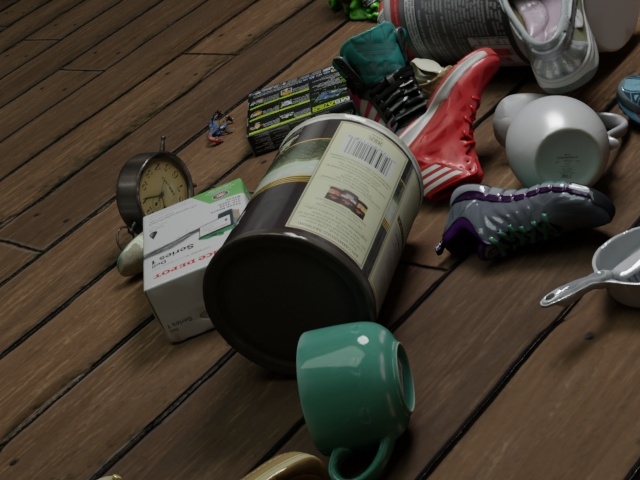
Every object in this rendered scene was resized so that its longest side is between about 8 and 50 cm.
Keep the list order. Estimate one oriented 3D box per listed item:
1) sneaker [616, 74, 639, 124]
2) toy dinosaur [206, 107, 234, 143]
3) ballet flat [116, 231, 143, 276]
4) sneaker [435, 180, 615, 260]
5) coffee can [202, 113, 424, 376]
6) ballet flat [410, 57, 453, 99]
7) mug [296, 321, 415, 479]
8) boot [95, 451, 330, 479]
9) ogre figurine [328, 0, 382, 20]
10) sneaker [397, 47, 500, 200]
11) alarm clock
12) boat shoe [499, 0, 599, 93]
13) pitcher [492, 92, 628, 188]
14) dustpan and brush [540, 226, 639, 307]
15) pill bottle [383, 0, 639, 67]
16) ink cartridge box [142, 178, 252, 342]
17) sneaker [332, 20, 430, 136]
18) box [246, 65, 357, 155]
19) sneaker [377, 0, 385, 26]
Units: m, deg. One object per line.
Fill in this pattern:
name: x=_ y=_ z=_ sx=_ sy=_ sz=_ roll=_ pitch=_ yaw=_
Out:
sneaker: x=0.493 y=-0.210 z=1.486 sx=0.261 sy=0.125 sz=0.104 roll=9 pitch=41 yaw=44
toy dinosaur: x=-0.182 y=-0.194 z=2.061 sx=0.090 sy=0.047 sz=0.082 roll=-41 pitch=16 yaw=51
ballet flat: x=-0.228 y=-0.001 z=1.727 sx=0.052 sy=0.057 sz=0.168 roll=19 pitch=49 yaw=38
sneaker: x=0.244 y=-0.012 z=1.404 sx=0.223 sy=0.083 sz=0.098 roll=0 pitch=57 yaw=44
coffee can: x=0.000 y=0.000 z=1.406 sx=0.201 sy=0.202 sz=0.275 roll=-9 pitch=31 yaw=25
ballet flat: x=0.152 y=-0.266 z=1.889 sx=0.206 sy=0.067 sz=0.073 roll=12 pitch=45 yaw=47
mug: x=0.044 y=0.161 z=1.196 sx=0.097 sy=0.158 sz=0.129 roll=-12 pitch=6 yaw=13
boot: x=-0.137 y=0.275 z=1.152 sx=0.262 sy=0.095 sz=0.203 roll=-39 pitch=31 yaw=-20
ogre figurine: x=0.056 y=-0.501 z=2.308 sx=0.096 sy=0.118 sz=0.197 roll=-21 pitch=29 yaw=3
sneaker: x=0.200 y=-0.146 z=1.591 sx=0.128 sy=0.087 sz=0.221 roll=41 pitch=96 yaw=24
alarm clock: x=-0.262 y=-0.057 z=1.771 sx=0.064 sy=0.129 sz=0.192 roll=-4 pitch=43 yaw=32
boat shoe: x=0.297 y=-0.342 z=1.593 sx=0.118 sy=0.103 sz=0.320 roll=-20 pitch=50 yaw=21
pitcher: x=0.322 y=-0.131 z=1.500 sx=0.177 sy=0.126 sz=0.207 roll=-5 pitch=18 yaw=1
dustpan and brush: x=0.328 y=0.037 z=1.251 sx=0.211 sy=0.060 sz=0.147 roll=-30 pitch=29 yaw=-13
pill bottle: x=0.295 y=-0.376 z=1.826 sx=0.362 sy=0.210 sz=0.210 roll=7 pitch=40 yaw=42
ink cartridge box: x=-0.153 y=0.023 z=1.589 sx=0.160 sy=0.093 sz=0.219 roll=-22 pitch=28 yaw=2
sneaker: x=0.107 y=-0.231 z=1.744 sx=0.123 sy=0.178 sz=0.295 roll=-28 pitch=30 yaw=-8
box: x=-0.031 y=-0.227 z=1.983 sx=0.190 sy=0.045 sz=0.184 roll=-18 pitch=31 yaw=7
sneaker: x=0.207 y=-0.390 z=2.068 sx=0.225 sy=0.088 sz=0.093 roll=-8 pitch=52 yaw=26
